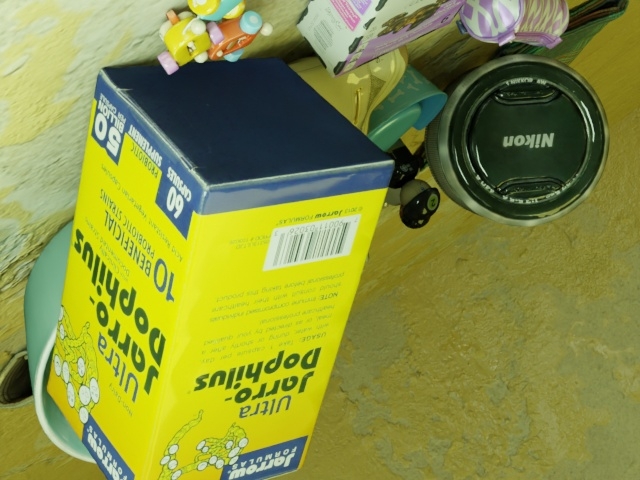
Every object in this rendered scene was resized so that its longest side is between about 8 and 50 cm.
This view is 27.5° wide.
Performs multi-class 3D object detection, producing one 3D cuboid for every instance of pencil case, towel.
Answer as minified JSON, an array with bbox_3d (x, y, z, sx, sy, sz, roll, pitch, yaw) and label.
[{"bbox_3d":[0.240,-0.277,1.590,0.086,0.088,0.206,-38,170,27],"label":"pencil case"},{"bbox_3d":[0.311,-0.246,2.087,0.271,0.040,0.370,-28,168,-29],"label":"towel"}]

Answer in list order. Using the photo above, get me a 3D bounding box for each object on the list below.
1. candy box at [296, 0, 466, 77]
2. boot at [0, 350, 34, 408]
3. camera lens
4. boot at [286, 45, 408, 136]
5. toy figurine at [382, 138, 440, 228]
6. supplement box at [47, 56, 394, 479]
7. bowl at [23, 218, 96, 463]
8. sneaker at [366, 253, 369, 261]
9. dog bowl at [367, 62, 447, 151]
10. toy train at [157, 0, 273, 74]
[{"bbox_3d":[0.086,-0.257,1.245,0.164,0.070,0.196,-29,168,-29],"label":"candy box"},{"bbox_3d":[-0.334,0.158,1.787,0.213,0.077,0.165,-37,167,14],"label":"boot"},{"bbox_3d":[0.256,-0.134,1.762,0.219,0.219,0.274,-35,-176,1],"label":"camera lens"},{"bbox_3d":[-0.033,-0.117,1.422,0.203,0.095,0.262,-28,164,-37],"label":"boot"},{"bbox_3d":[0.065,-0.046,1.908,0.213,0.148,0.209,-35,169,-3],"label":"toy figurine"},{"bbox_3d":[-0.103,0.040,1.186,0.195,0.194,0.357,-10,129,-35],"label":"supplement box"},{"bbox_3d":[-0.193,0.073,1.418,0.311,0.163,0.312,-22,135,-24],"label":"bowl"},{"bbox_3d":[0.000,0.000,2.136,0.151,0.094,0.256,-11,-174,4],"label":"sneaker"},{"bbox_3d":[0.030,-0.122,1.669,0.297,0.074,0.166,-43,167,35],"label":"dog bowl"},{"bbox_3d":[-0.080,-0.196,1.085,0.125,0.046,0.166,-30,172,-30],"label":"toy train"}]
